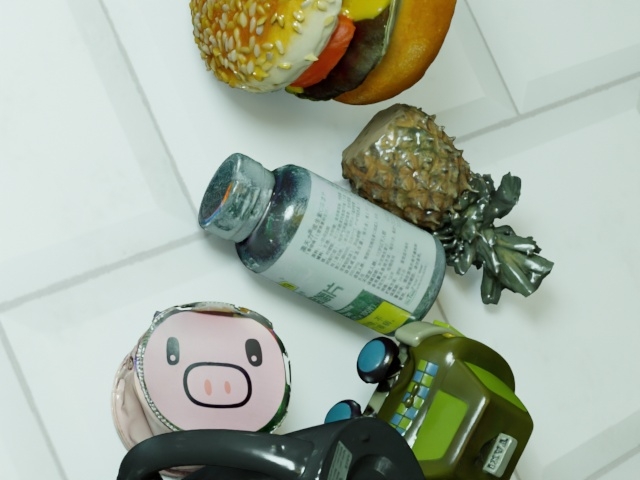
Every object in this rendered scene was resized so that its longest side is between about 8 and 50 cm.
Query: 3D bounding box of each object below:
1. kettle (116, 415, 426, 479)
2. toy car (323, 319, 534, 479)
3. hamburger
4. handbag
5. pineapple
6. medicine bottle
[{"bbox_3d":[-0.067,0.283,1.364,0.268,0.290,0.207,53,41,-29],"label":"kettle"},{"bbox_3d":[0.144,0.230,1.539,0.204,0.198,0.248,35,79,-36],"label":"toy car"},{"bbox_3d":[-0.013,-0.324,1.602,0.250,0.330,0.330,1,72,-36],"label":"hamburger"},{"bbox_3d":[-0.130,0.166,1.478,0.205,0.116,0.179,4,70,-30],"label":"handbag"},{"bbox_3d":[0.176,-0.045,1.726,0.310,0.141,0.170,43,93,-16],"label":"pineapple"},{"bbox_3d":[0.000,0.000,1.603,0.293,0.141,0.141,28,61,-22],"label":"medicine bottle"}]
